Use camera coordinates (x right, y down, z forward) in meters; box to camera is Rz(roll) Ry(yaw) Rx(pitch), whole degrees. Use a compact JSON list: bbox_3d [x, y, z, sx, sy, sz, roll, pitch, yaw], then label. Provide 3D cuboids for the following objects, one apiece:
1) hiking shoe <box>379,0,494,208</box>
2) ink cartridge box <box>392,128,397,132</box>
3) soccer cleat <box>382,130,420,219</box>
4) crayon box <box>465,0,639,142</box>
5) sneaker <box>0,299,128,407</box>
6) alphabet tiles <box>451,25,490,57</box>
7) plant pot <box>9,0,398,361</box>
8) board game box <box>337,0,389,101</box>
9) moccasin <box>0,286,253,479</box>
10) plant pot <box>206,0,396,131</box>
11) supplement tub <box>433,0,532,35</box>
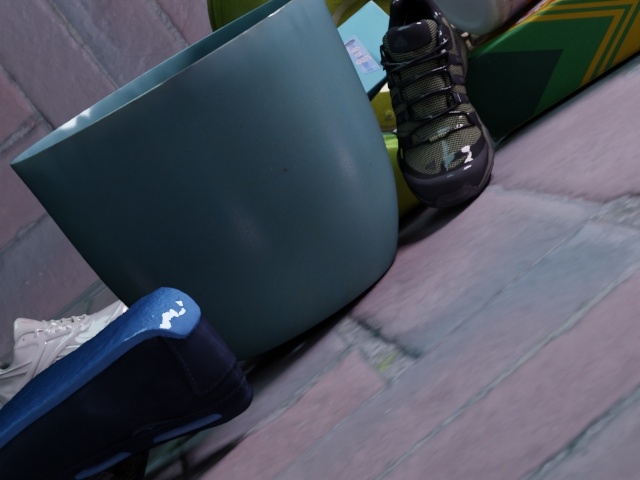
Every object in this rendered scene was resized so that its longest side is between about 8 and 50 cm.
[{"bbox_3d":[0.085,-0.127,1.487,0.086,0.114,0.227,-23,45,15],"label":"hiking shoe"},{"bbox_3d":[0.087,-0.104,1.966,0.063,0.029,0.115,-36,7,25],"label":"ink cartridge box"},{"bbox_3d":[0.000,0.001,1.611,0.289,0.093,0.121,-29,41,29],"label":"soccer cleat"},{"bbox_3d":[0.282,-0.230,1.570,0.318,0.081,0.202,-32,9,38],"label":"crayon box"},{"bbox_3d":[-0.338,0.134,2.235,0.232,0.115,0.090,-38,7,6],"label":"sneaker"},{"bbox_3d":[0.222,-0.246,1.868,0.278,0.021,0.284,-24,-6,-1],"label":"alphabet tiles"},{"bbox_3d":[-0.072,-0.041,1.451,0.293,0.235,0.293,-30,11,6],"label":"plant pot"},{"bbox_3d":[-0.065,-0.092,1.890,0.336,0.079,0.254,-45,-1,-42],"label":"board game box"},{"bbox_3d":[-0.184,0.162,1.320,0.342,0.117,0.138,-33,16,44],"label":"moccasin"},{"bbox_3d":[0.051,-0.293,2.257,0.366,0.366,0.353,-38,19,4],"label":"plant pot"},{"bbox_3d":[0.184,-0.287,1.616,0.190,0.117,0.117,-41,8,-22],"label":"supplement tub"}]
